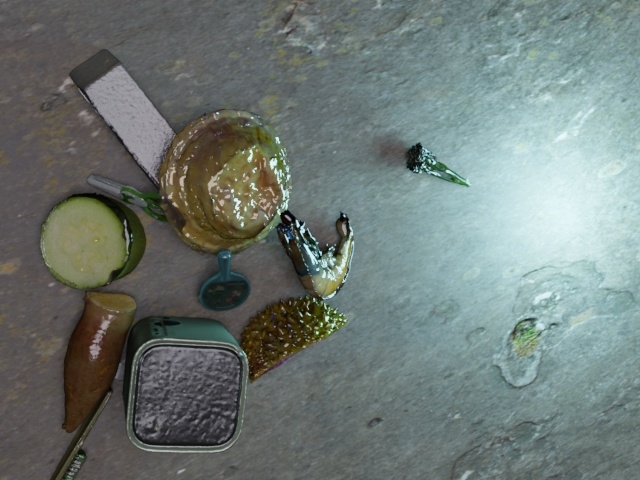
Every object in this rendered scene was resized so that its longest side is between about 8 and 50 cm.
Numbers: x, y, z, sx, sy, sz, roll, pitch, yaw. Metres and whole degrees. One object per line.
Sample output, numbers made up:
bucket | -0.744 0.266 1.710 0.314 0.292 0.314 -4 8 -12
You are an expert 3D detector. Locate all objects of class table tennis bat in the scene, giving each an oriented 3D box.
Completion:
table tennis bat | -0.224 0.095 1.869 0.124 0.033 0.201 -9 137 -15

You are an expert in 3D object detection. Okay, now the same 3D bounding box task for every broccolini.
broccolini | 0.301 -0.179 2.052 0.201 0.058 0.074 25 102 -32

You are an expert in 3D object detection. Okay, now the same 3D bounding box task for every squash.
squash | -0.514 -0.003 1.807 0.220 0.133 0.220 0 96 0

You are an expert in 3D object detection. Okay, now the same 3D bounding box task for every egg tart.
egg tart | -0.194 -0.120 1.805 0.352 0.150 0.352 -13 113 -35

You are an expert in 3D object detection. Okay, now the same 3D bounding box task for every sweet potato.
sweet potato | -0.515 0.279 1.803 0.131 0.131 0.337 18 89 -17

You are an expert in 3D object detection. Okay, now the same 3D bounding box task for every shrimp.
shrimp | 0.000 0.000 1.916 0.222 0.054 0.290 -56 132 -26

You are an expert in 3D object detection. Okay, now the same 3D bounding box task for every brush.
brush | -0.549 0.469 1.852 0.048 0.054 0.282 30 87 -26

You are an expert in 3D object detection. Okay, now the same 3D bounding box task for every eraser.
eraser | -0.417 -0.264 1.812 0.111 0.077 0.352 -40 104 -12

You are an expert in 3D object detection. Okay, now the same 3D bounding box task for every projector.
projector | -0.309 0.316 1.803 0.248 0.249 0.248 5 95 -16

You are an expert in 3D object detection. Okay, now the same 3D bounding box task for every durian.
durian | -0.062 0.224 1.923 0.260 0.186 0.154 -36 110 -24

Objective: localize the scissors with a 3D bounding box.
scissors | -0.432 -0.103 1.825 0.204 0.101 0.027 22 58 -6

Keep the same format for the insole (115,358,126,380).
insole | -0.420 0.284 1.898 0.152 0.002 0.053 -32 103 -11
